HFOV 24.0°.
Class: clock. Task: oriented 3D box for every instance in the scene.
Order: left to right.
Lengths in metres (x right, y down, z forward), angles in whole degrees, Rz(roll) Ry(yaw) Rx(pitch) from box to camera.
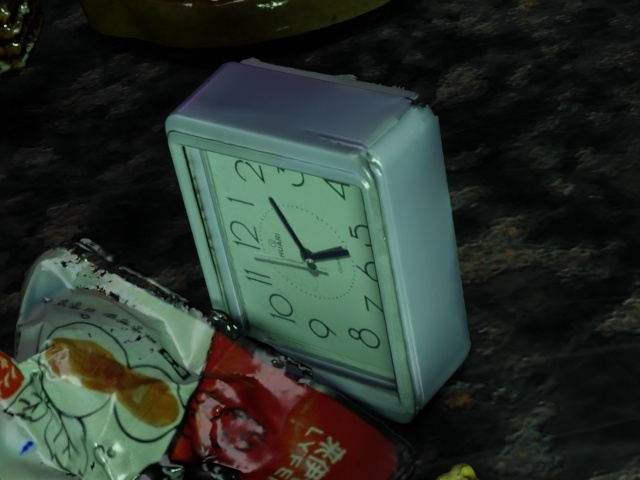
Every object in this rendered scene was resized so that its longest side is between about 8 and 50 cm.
[{"bbox_3d":[0.000,-0.001,0.866,0.145,0.193,0.073,14,43,32],"label":"clock"}]

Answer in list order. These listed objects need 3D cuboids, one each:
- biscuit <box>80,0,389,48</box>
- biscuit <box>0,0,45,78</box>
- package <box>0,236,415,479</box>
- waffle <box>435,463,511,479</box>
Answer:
[{"bbox_3d":[-0.055,-0.287,1.401,0.359,0.074,0.381,-14,32,-8],"label":"biscuit"},{"bbox_3d":[-0.420,-0.161,1.220,0.388,0.073,0.107,-6,34,5],"label":"biscuit"},{"bbox_3d":[-0.103,0.107,0.841,0.269,0.071,0.194,35,62,17],"label":"package"},{"bbox_3d":[0.040,0.191,0.708,0.194,0.051,0.149,-25,37,-12],"label":"waffle"}]
